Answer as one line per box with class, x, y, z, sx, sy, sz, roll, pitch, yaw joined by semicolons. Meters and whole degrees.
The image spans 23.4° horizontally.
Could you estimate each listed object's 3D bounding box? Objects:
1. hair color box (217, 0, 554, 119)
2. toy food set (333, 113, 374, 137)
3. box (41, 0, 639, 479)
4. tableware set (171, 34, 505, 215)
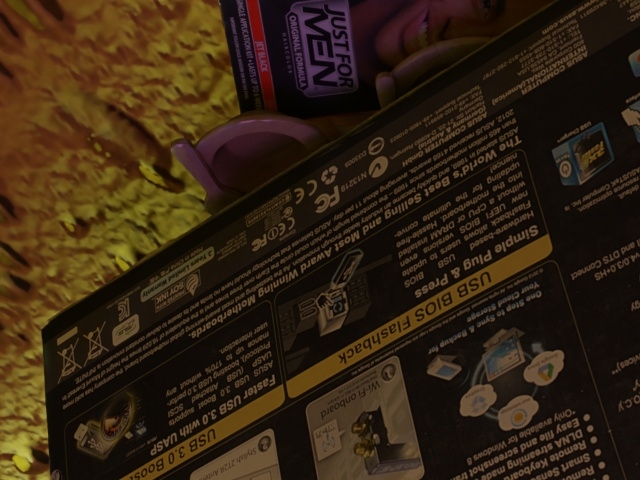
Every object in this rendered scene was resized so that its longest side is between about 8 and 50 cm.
hair color box;0.033;-0.091;0.598;0.141;0.043;0.072;-8;135;2
toy food set;0.000;0.000;0.699;0.078;0.019;0.122;-12;134;7
box;0.081;0.082;0.502;0.395;0.318;0.097;-31;138;24
tableware set;0.022;-0.024;0.630;0.169;0.020;0.141;-13;148;10
